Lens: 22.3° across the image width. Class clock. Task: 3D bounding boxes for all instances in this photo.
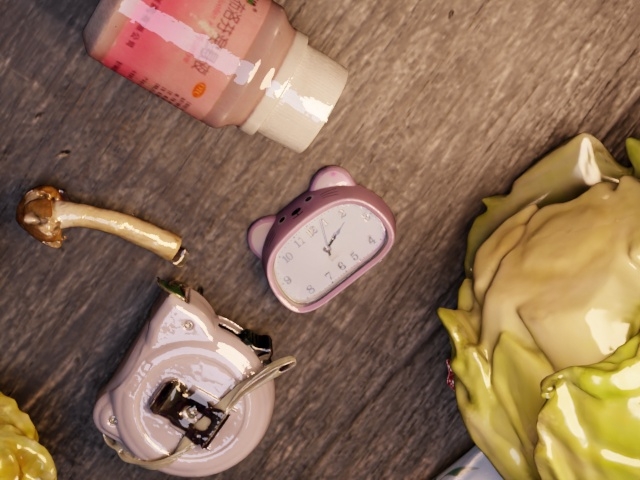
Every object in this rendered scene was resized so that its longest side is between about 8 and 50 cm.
[{"bbox_3d":[0.000,0.000,1.705,0.152,0.050,0.110,-38,104,7],"label":"clock"}]

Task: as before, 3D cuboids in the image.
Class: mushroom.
[{"bbox_3d":[-0.225,-0.008,1.687,0.187,0.061,0.060,16,133,-13],"label":"mushroom"}]

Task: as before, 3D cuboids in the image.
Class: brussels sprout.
[{"bbox_3d":[0.328,0.126,1.603,0.342,0.425,0.361,-16,126,30],"label":"brussels sprout"}]

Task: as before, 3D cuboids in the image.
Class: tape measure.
[{"bbox_3d":[-0.133,0.160,1.715,0.178,0.105,0.196,25,102,-11],"label":"tape measure"}]

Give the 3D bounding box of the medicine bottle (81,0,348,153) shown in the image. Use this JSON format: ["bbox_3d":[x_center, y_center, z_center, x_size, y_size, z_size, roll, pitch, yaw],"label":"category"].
[{"bbox_3d":[-0.101,-0.188,1.599,0.247,0.147,0.147,29,102,-11],"label":"medicine bottle"}]

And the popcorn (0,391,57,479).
[{"bbox_3d":[-0.422,0.252,1.690,0.286,0.174,0.225,23,110,-9],"label":"popcorn"}]

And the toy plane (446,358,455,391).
[{"bbox_3d":[0.208,0.140,1.766,0.145,0.037,0.060,-13,102,-1],"label":"toy plane"}]

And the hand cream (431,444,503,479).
[{"bbox_3d":[0.124,0.299,1.804,0.256,0.055,0.088,-36,109,0],"label":"hand cream"}]
